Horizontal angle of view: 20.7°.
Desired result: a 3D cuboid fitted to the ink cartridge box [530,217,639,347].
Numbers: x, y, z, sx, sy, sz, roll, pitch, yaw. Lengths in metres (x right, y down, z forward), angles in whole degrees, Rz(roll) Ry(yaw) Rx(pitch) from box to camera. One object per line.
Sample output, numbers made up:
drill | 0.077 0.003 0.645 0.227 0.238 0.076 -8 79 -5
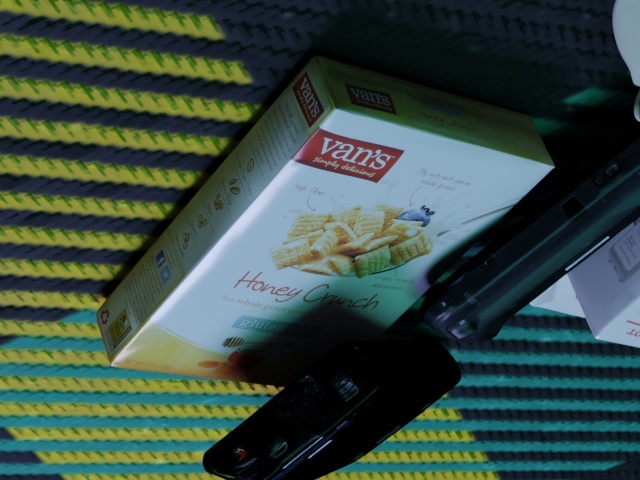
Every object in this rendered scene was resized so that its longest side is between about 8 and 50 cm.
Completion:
ink cartridge box | 0.246 0.015 1.163 0.115 0.067 0.198 13 134 -38

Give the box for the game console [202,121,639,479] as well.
game console | 0.093 0.045 1.107 0.361 0.044 0.213 -39 167 11

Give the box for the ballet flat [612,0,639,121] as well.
ballet flat | 0.197 -0.106 0.950 0.087 0.083 0.247 -51 142 -12

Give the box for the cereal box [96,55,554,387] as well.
cereal box | 0.000 0.000 1.041 0.173 0.047 0.240 10 136 -38
